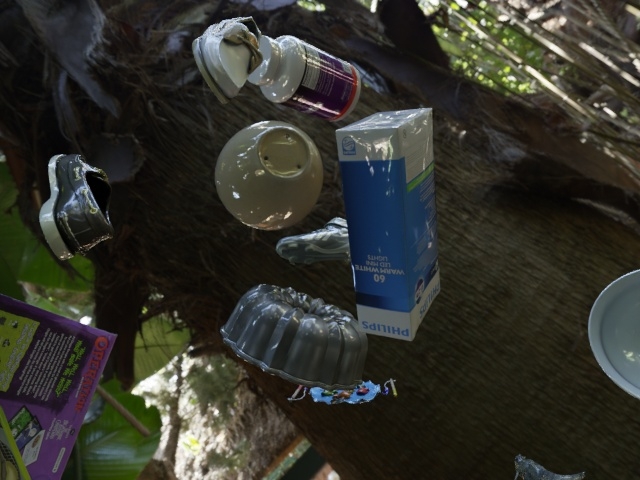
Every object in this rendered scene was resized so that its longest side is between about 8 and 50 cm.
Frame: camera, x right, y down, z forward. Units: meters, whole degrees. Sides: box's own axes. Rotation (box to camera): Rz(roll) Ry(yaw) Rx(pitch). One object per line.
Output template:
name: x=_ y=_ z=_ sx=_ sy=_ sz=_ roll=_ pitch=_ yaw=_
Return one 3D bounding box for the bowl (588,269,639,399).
bowl: x=0.753 y=0.215 z=0.948 sx=0.298 sy=0.298 sz=0.134 roll=-48 pitch=-41 yaw=8

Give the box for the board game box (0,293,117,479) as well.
board game box: x=-0.411 y=0.251 z=0.536 sx=0.208 sy=0.056 sz=0.346 roll=39 pitch=-127 yaw=-42

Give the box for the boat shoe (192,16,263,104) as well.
boat shoe: x=-0.174 y=-0.376 z=0.870 sx=0.103 sy=0.302 sz=0.113 roll=-23 pitch=-47 yaw=12

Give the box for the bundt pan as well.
bundt pan: x=-0.041 y=0.192 z=0.964 sx=0.124 sy=0.331 sz=0.331 roll=-69 pitch=-19 yaw=4

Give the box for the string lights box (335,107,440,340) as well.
string lights box: x=0.095 y=-0.022 z=0.556 sx=0.133 sy=0.077 sz=0.259 roll=-39 pitch=-53 yaw=-53

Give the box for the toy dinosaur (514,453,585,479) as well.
toy dinosaur: x=0.474 y=0.538 z=0.954 sx=0.268 sy=0.064 sz=0.118 roll=101 pitch=-177 yaw=-71

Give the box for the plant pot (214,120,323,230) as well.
plant pot: x=-0.111 y=-0.183 z=1.096 sx=0.284 sy=0.284 sz=0.191 roll=-39 pitch=2 yaw=-20

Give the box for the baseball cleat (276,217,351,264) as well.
baseball cleat: x=0.000 y=0.000 z=0.968 sx=0.206 sy=0.109 sz=0.072 roll=6 pitch=-42 yaw=-19

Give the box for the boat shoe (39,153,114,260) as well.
boat shoe: x=-0.310 y=-0.057 z=0.580 sx=0.069 sy=0.227 sz=0.081 roll=-20 pitch=-50 yaw=-13

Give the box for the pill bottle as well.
pill bottle: x=-0.048 y=-0.466 z=1.269 sx=0.323 sy=0.181 sz=0.181 roll=5 pitch=-49 yaw=-42

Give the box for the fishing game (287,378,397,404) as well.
fishing game: x=0.058 y=0.371 z=1.109 sx=0.264 sy=0.041 sz=0.189 roll=-5 pitch=-3 yaw=9
